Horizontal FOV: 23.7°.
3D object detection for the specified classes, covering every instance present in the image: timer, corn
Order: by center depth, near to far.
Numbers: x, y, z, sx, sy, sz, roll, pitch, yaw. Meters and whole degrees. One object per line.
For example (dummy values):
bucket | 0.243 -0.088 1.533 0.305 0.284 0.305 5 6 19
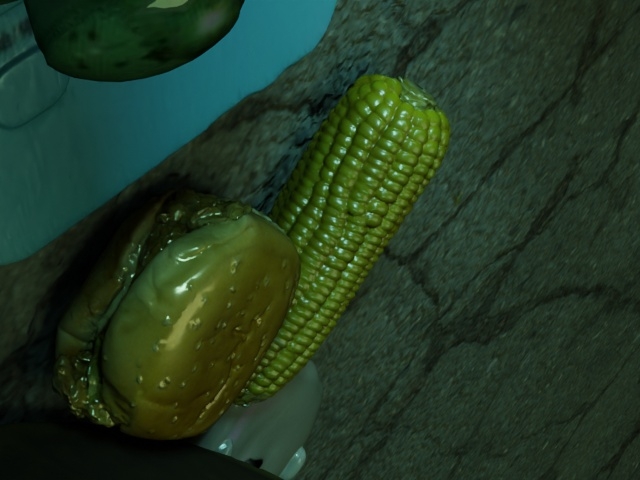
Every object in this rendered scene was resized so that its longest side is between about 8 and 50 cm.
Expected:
timer | -0.093 -0.142 0.576 0.232 0.091 0.250 -39 149 -29
corn | 0.000 0.000 0.953 0.231 0.080 0.080 -58 156 15

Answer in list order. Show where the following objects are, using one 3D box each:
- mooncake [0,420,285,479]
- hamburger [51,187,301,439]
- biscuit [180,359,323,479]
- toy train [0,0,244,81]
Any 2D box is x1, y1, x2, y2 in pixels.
mooncake | -0.068 0.275 0.806 0.394 0.393 0.246 21 106 -43
hamburger | -0.079 0.042 0.856 0.147 0.083 0.138 -58 152 3
biscuit | -0.069 0.162 1.080 0.208 0.049 0.181 -57 155 3
toy train | -0.077 -0.173 0.352 0.145 0.266 0.202 -14 171 -10
